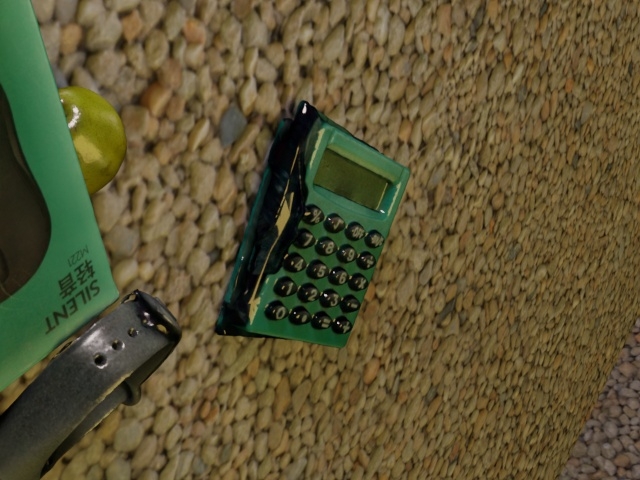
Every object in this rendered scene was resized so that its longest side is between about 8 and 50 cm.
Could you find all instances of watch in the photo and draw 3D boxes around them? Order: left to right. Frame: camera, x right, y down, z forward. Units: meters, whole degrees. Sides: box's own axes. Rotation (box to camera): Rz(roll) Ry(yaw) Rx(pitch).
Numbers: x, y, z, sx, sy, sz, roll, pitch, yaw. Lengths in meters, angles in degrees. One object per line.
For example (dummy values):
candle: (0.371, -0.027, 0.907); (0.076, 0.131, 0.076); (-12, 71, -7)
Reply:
watch: (-0.200, 0.128, 0.838); (0.193, 0.068, 0.206); (-43, 178, -12)

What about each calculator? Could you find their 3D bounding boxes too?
calculator: (0.000, 0.000, 1.160); (0.248, 0.058, 0.274); (20, 90, -56)

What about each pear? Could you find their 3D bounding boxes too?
pear: (-0.201, -0.079, 0.799); (0.097, 0.092, 0.092); (35, 77, -60)

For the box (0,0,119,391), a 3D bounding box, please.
box: (-0.277, -0.035, 0.681); (0.205, 0.118, 0.311); (-39, 135, -38)
